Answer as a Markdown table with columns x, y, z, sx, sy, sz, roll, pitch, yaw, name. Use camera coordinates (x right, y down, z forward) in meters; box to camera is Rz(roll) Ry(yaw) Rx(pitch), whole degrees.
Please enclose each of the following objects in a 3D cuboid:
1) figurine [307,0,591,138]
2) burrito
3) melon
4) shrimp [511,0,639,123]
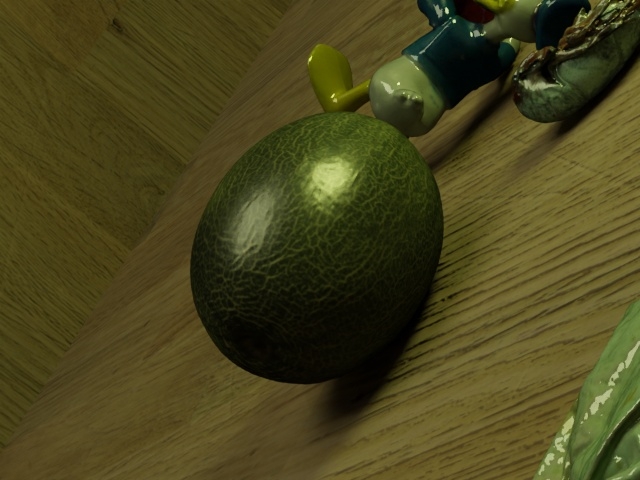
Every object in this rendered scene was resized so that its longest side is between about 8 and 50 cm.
| x | y | z | sx | sy | sz | roll | pitch | yaw | name |
| --- | --- | --- | --- | --- | --- | --- | --- | --- | --- |
| 0.185 | -0.219 | 1.854 | 0.338 | 0.204 | 0.283 | -17 | 27 | 44 | figurine |
| 0.197 | 0.127 | 1.011 | 0.229 | 0.089 | 0.144 | -55 | 1 | -22 | burrito |
| 0.000 | 0.000 | 1.609 | 0.237 | 0.237 | 0.301 | -34 | 19 | 48 | melon |
| 0.286 | -0.207 | 1.601 | 0.233 | 0.079 | 0.090 | -44 | -23 | 12 | shrimp |
